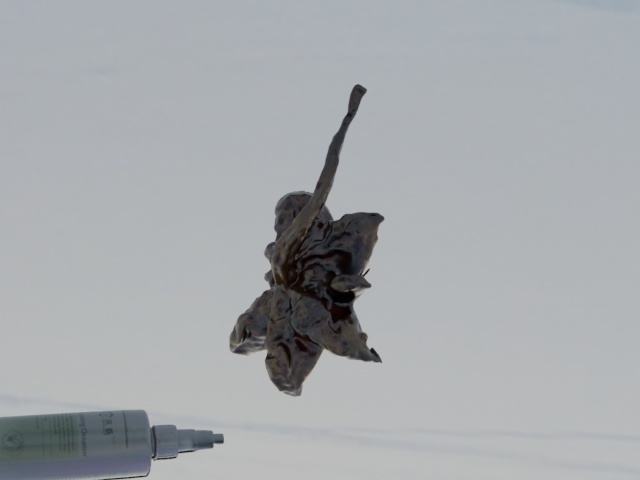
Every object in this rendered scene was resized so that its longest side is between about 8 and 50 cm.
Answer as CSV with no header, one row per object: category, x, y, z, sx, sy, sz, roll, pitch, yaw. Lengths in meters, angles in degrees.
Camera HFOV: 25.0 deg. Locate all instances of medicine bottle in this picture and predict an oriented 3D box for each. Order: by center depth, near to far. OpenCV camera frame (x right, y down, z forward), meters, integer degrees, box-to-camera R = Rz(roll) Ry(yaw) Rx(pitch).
medicine bottle,-0.177,0.167,1.181,0.199,0.057,0.057,-1,170,-14

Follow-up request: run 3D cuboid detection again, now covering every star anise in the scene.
star anise,0.000,0.000,0.878,0.070,0.190,0.097,21,175,-39
